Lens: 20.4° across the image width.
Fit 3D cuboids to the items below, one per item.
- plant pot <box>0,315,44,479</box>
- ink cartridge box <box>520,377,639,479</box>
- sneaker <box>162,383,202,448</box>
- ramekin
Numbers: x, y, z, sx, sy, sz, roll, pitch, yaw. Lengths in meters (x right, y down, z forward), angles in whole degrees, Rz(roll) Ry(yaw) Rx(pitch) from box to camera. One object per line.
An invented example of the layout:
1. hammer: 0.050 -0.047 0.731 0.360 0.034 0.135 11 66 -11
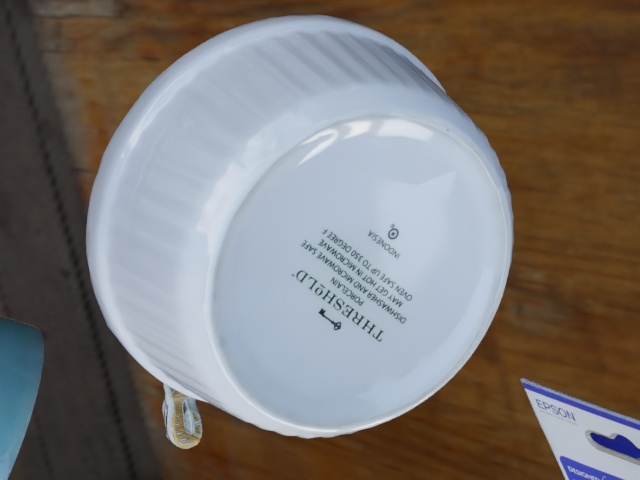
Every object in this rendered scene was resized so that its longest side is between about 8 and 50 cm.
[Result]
1. plant pot: -0.449 0.175 1.783 0.235 0.293 0.293 25 80 -20
2. ink cartridge box: 0.276 0.238 1.239 0.069 0.175 0.371 -43 123 -22
3. sneaker: -0.111 0.117 1.362 0.032 0.037 0.083 2 88 -25
4. ramekin: 0.000 0.000 1.126 0.273 0.127 0.273 -10 113 -25
